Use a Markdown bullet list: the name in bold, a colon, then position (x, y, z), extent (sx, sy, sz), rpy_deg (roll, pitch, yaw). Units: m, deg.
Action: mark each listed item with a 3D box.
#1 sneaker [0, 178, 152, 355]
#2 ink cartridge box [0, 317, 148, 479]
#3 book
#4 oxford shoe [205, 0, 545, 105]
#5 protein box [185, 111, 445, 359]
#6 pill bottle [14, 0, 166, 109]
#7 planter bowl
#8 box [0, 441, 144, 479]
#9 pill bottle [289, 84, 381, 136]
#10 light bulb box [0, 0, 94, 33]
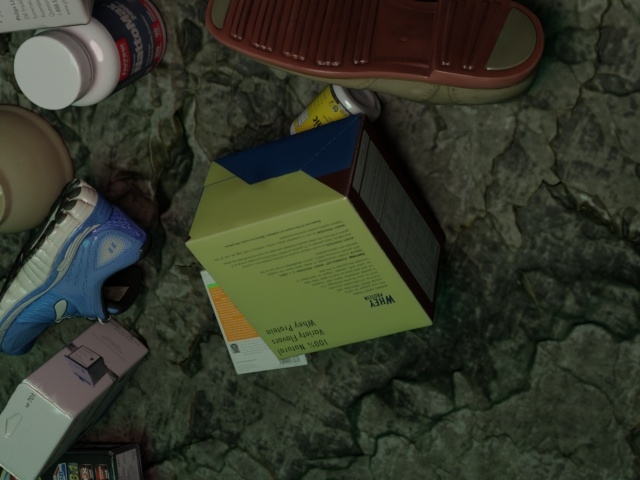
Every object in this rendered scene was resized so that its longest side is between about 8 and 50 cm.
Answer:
- **sneaker**: position (-0.308, 0.064, 1.668), extent (0.147, 0.129, 0.330), rpy_deg (30, 139, -15)
- **ink cartridge box**: position (-0.317, 0.197, 1.701), extent (0.082, 0.190, 0.139), rpy_deg (38, 121, 3)
- **book**: position (-0.077, 0.089, 1.649), extent (0.096, 0.035, 0.144), rpy_deg (-9, 109, 22)
- **oxford shoe**: position (0.053, -0.191, 1.404), extent (0.348, 0.123, 0.130), rpy_deg (13, 161, 11)
- **protein box**: position (0.000, 0.000, 1.479), extent (0.200, 0.136, 0.201), rpy_deg (-15, 130, 27)
- **pill bottle**: position (-0.255, -0.208, 1.502), extent (0.108, 0.180, 0.108), rpy_deg (9, 116, 18)
- **planter bowl**: position (-0.399, -0.073, 1.662), extent (0.162, 0.109, 0.162), rpy_deg (9, 116, 18)
- **box**: position (-0.327, 0.405, 1.815), extent (0.216, 0.060, 0.270), rpy_deg (-4, 93, 31)
- **pill bottle**: position (0.007, -0.125, 1.500), extent (0.065, 0.065, 0.116), rpy_deg (45, 122, -2)
- **light bulb box**: position (-0.434, -0.395, 1.344), extent (0.361, 0.225, 0.358), rpy_deg (-5, 139, 6)
